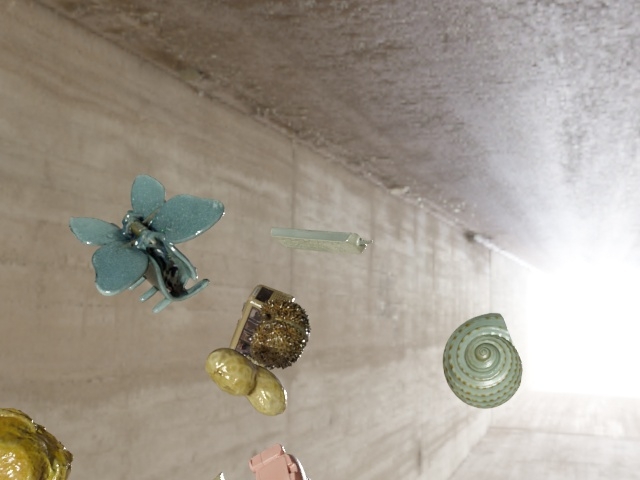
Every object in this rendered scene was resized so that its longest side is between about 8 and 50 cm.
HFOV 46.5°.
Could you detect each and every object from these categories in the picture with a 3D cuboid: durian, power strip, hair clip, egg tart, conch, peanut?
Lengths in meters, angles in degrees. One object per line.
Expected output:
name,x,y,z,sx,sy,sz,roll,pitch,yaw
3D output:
durian,-0.116,0.244,1.988,0.166,0.196,0.196,-8,172,17
power strip,0.000,0.000,1.544,0.252,0.027,0.060,5,156,37
hair clip,-0.477,0.025,2.040,0.318,0.392,0.238,34,151,29
egg tart,-0.949,0.676,2.201,0.339,0.352,0.153,-39,-173,-4
conch,0.285,0.228,1.364,0.131,0.172,0.200,-8,149,-12
peanut,-0.169,0.329,1.736,0.229,0.103,0.098,36,141,-24

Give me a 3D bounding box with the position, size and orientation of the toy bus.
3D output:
toy bus,-0.188,0.286,2.246,0.157,0.290,0.139,24,-152,3

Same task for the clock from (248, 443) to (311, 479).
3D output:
clock,-0.047,0.469,1.349,0.092,0.162,0.166,-30,-146,4

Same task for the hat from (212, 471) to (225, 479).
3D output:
hat,-0.193,0.644,1.766,0.144,0.173,0.166,15,143,-19
